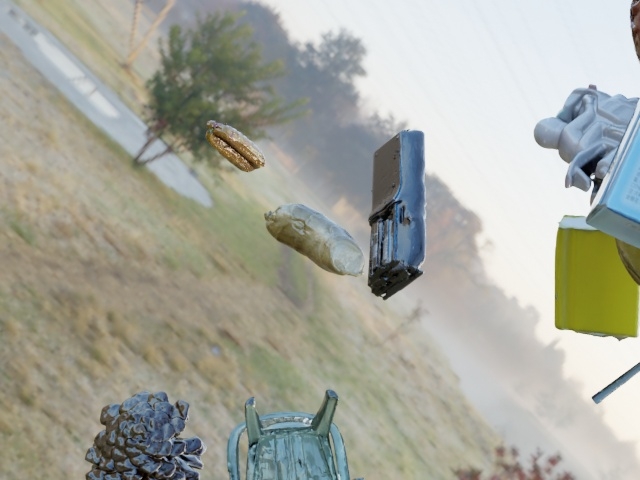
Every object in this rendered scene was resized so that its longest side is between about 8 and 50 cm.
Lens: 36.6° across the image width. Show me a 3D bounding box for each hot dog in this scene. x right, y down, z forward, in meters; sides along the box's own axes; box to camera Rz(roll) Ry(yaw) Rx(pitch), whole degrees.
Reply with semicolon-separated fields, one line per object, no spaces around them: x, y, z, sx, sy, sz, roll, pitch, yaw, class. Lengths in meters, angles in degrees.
-0.148;-0.164;1.667;0.144;0.062;0.038;39;46;-50;hot dog

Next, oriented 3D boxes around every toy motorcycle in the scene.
0.365;-0.129;1.267;0.171;0.110;0.260;10;37;15;toy motorcycle

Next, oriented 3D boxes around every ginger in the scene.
-0.001;0.001;1.428;0.190;0.069;0.095;32;23;28;ginger

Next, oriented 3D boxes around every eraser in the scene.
0.514;0.067;1.785;0.069;0.158;0.226;-43;132;-60;eraser

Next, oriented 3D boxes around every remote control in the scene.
0.144;-0.063;1.890;0.062;0.144;0.398;32;40;-25;remote control

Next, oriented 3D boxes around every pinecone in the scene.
-0.316;0.398;1.756;0.202;0.229;0.201;9;-42;52;pinecone

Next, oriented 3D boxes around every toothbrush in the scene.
0.502;0.186;1.477;0.016;0.219;0.019;3;49;-54;toothbrush

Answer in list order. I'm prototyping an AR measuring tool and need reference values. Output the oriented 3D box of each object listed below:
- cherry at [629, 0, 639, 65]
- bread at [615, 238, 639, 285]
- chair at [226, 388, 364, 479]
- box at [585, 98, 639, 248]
0.475;-0.237;1.173;0.192;0.175;0.249;-7;84;-50;cherry
0.571;-0.032;1.454;0.270;0.270;0.148;46;10;-3;bread
-0.048;0.337;1.558;0.274;0.203;0.190;106;-20;-65;chair
0.369;-0.036;0.839;0.232;0.142;0.083;25;-8;8;box
